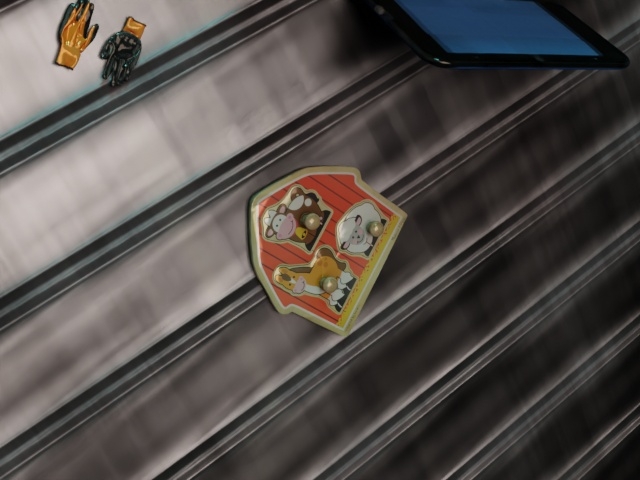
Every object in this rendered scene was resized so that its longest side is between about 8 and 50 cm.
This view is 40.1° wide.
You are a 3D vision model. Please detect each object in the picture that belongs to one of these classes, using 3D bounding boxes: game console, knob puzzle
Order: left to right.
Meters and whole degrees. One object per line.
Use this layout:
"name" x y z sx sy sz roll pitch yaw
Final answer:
"knob puzzle" 0.000 0.000 1.015 0.213 0.030 0.213 -5 101 -28
"game console" 0.197 -0.318 0.991 0.293 0.173 0.250 -6 101 -29

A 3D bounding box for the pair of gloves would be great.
"pair of gloves" -0.219 -0.197 0.873 0.083 0.010 0.074 19 87 -33
